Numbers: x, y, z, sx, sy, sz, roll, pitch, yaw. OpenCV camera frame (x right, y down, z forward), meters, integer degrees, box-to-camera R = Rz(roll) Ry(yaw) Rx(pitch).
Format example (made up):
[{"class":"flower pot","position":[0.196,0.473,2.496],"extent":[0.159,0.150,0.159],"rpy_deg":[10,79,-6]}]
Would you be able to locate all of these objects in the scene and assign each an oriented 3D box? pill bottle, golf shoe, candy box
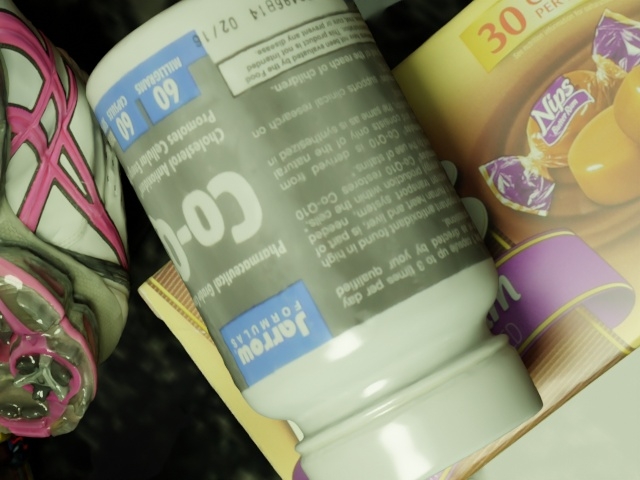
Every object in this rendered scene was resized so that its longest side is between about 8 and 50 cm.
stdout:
[{"class":"pill bottle","position":[0.000,0.000,0.505],"extent":[0.078,0.078,0.137],"rpy_deg":[-30,85,17]},{"class":"golf shoe","position":[-0.099,-0.034,0.527],"extent":[0.067,0.086,0.186],"rpy_deg":[3,134,16]},{"class":"candy box","position":[0.050,-0.002,0.558],"extent":[0.186,0.053,0.109],"rpy_deg":[-39,83,16]}]

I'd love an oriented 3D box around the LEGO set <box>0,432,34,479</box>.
[{"class":"LEGO set","position":[-0.121,0.231,0.560],"extent":[0.255,0.192,0.331],"rpy_deg":[-10,93,18]}]
